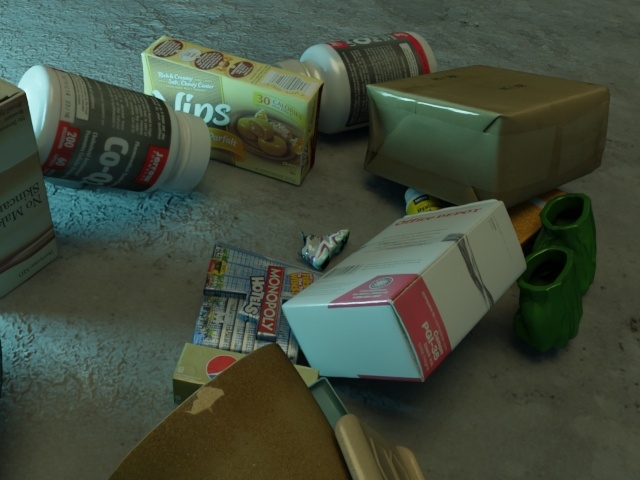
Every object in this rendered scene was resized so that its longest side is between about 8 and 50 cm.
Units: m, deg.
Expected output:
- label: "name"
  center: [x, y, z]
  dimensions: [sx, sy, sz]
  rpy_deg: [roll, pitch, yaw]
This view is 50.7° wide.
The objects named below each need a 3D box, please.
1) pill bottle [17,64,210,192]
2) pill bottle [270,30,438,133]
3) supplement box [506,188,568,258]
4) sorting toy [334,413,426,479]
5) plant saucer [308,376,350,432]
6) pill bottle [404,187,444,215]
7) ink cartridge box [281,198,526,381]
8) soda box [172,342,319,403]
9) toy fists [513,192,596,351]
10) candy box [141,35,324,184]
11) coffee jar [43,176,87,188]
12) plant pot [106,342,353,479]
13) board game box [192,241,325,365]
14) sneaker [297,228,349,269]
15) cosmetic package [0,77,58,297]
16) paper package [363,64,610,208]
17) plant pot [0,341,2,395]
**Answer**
- label: "pill bottle"
  center: [-0.328, -0.164, 1.076]
  dimensions: [0.283, 0.161, 0.161]
  rpy_deg: [8, 34, -44]
- label: "pill bottle"
  center: [0.061, -0.312, 1.353]
  dimensions: [0.319, 0.176, 0.176]
  rpy_deg: [-16, 48, -25]
- label: "supplement box"
  center: [0.339, -0.018, 1.159]
  dimensions: [0.080, 0.078, 0.233]
  rpy_deg: [36, 48, 26]
- label: "sorting toy"
  center: [0.087, 0.292, 0.710]
  dimensions: [0.038, 0.208, 0.193]
  rpy_deg: [-31, 56, 10]
- label: "plant saucer"
  center: [0.031, 0.261, 0.809]
  dimensions: [0.067, 0.018, 0.192]
  rpy_deg: [-27, 73, -31]
- label: "pill bottle"
  center: [0.185, -0.044, 1.170]
  dimensions: [0.065, 0.065, 0.116]
  rpy_deg: [-4, 44, -13]
- label: "ink cartridge box"
  center: [0.122, 0.064, 0.927]
  dimensions: [0.207, 0.117, 0.283]
  rpy_deg: [-10, 19, 48]
- label: "soda box"
  center: [-0.096, 0.190, 0.878]
  dimensions: [0.181, 0.058, 0.061]
  rpy_deg: [11, 43, 3]
- label: "toy fists"
  center: [0.366, 0.052, 1.047]
  dimensions: [0.096, 0.142, 0.279]
  rpy_deg: [-2, 34, 33]
- label: "candy box"
  center: [-0.162, -0.236, 1.229]
  dimensions: [0.316, 0.183, 0.087]
  rpy_deg: [19, 43, 10]
- label: "coffee jar"
  center: [-0.422, -0.171, 1.193]
  dimensions: [0.096, 0.079, 0.184]
  rpy_deg: [10, 43, 2]
- label: "plant pot"
  center: [-0.051, 0.280, 0.694]
  dimensions: [0.237, 0.237, 0.254]
  rpy_deg: [-33, 73, -36]
- label: "board game box"
  center: [-0.073, 0.097, 0.980]
  dimensions: [0.194, 0.060, 0.194]
  rpy_deg: [6, 43, -2]
- label: "sneaker"
  center: [0.000, 0.000, 1.111]
  dimensions: [0.069, 0.038, 0.098]
  rpy_deg: [29, 46, 19]
- label: "cosmetic package"
  center: [-0.474, -0.070, 0.919]
  dimensions: [0.129, 0.296, 0.153]
  rpy_deg: [27, 47, 17]
- label: "paper package"
  center: [0.289, -0.197, 1.205]
  dimensions: [0.325, 0.168, 0.309]
  rpy_deg: [-21, 32, -36]
- label: "plant pot"
  center: [-0.466, 0.165, 0.715]
  dimensions: [0.272, 0.271, 0.255]
  rpy_deg: [-16, 64, -25]
